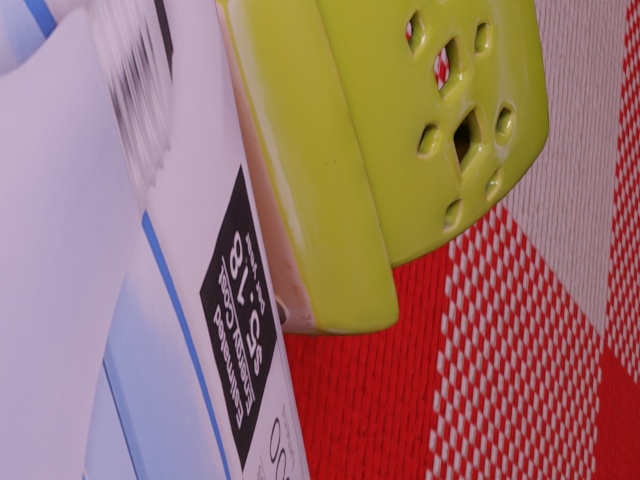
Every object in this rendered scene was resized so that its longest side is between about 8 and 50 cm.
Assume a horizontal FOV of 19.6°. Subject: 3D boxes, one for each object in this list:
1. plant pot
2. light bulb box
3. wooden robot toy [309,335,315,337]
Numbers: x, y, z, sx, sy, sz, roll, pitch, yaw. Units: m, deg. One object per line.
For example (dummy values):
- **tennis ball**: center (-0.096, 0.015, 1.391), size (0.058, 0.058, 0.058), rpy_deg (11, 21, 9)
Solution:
- **plant pot**: center (-0.046, -0.084, 0.828), size (0.207, 0.227, 0.228), rpy_deg (-56, 139, -46)
- **light bulb box**: center (-0.163, 0.059, 0.437), size (0.361, 0.225, 0.358), rpy_deg (-75, 159, -51)
- **wooden robot toy**: center (0.000, 0.000, 1.162), size (0.079, 0.076, 0.173), rpy_deg (120, -15, -58)
